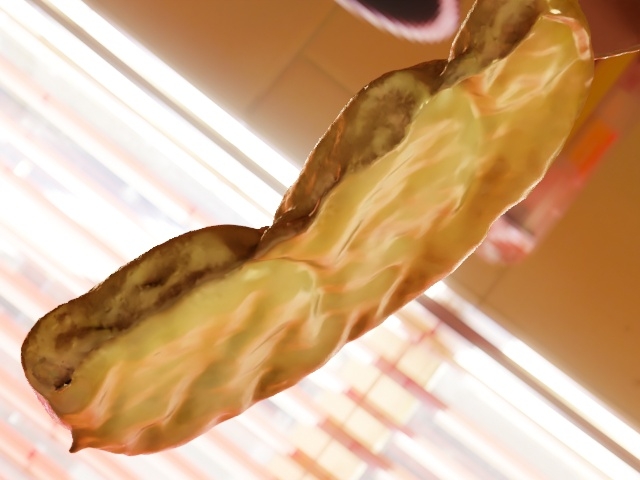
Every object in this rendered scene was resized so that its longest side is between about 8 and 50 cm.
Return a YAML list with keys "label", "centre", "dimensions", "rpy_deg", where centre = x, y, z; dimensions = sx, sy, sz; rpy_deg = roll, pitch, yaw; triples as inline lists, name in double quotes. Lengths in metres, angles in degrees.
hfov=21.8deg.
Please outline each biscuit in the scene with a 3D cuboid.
- label: "biscuit"
  centre: [0.003, 0.000, 0.740]
  dimensions: [0.045, 0.299, 0.154]
  rpy_deg: [60, -168, 28]

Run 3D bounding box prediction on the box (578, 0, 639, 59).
- label: "box"
  centre: [0.206, -0.291, 0.790]
  dimensions: [0.239, 0.229, 0.339]
  rpy_deg: [-7, 106, 53]
